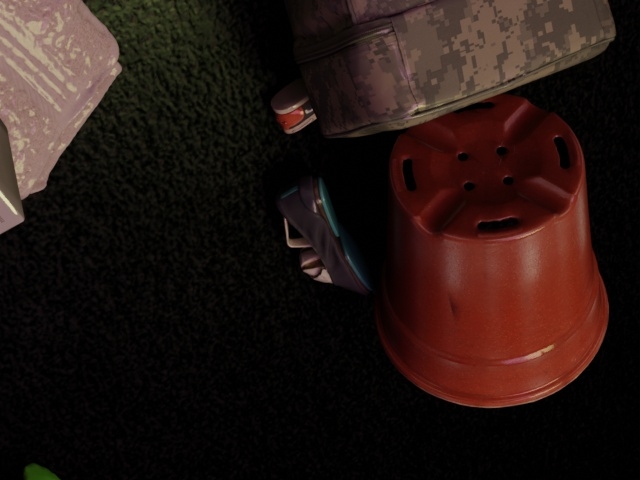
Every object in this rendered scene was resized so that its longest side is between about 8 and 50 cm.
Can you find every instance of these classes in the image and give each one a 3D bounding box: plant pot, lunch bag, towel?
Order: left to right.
[{"bbox_3d":[-0.308,-0.177,1.271,0.282,0.049,0.187,42,74,-43],"label":"towel"},{"bbox_3d":[0.113,-0.264,1.412,0.305,0.212,0.256,-21,99,-19],"label":"lunch bag"},{"bbox_3d":[0.183,-0.002,1.550,0.272,0.272,0.265,-29,145,-14],"label":"plant pot"}]

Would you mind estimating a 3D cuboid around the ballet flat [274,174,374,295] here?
[{"bbox_3d":[0.000,0.000,1.617,0.074,0.074,0.203,-38,139,-7],"label":"ballet flat"}]

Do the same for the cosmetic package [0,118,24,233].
[{"bbox_3d":[-0.451,-0.032,1.149,0.365,0.155,0.197,-27,130,2],"label":"cosmetic package"}]

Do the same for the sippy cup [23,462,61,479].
[{"bbox_3d":[-0.408,0.354,1.488,0.224,0.240,0.305,50,64,-33],"label":"sippy cup"}]

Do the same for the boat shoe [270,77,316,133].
[{"bbox_3d":[0.011,-0.164,1.522,0.137,0.049,0.043,-33,135,-7],"label":"boat shoe"}]
